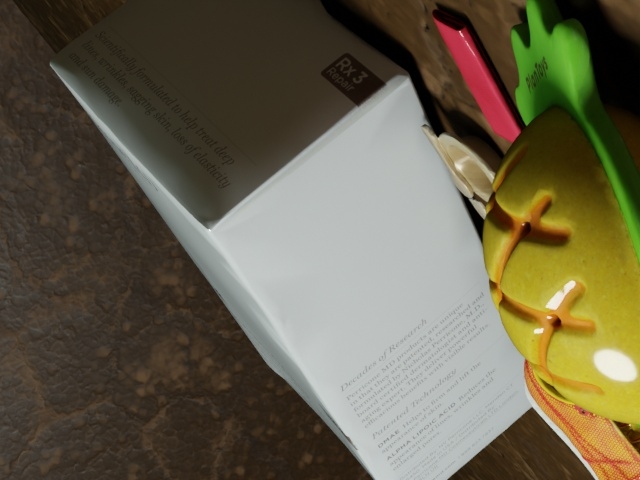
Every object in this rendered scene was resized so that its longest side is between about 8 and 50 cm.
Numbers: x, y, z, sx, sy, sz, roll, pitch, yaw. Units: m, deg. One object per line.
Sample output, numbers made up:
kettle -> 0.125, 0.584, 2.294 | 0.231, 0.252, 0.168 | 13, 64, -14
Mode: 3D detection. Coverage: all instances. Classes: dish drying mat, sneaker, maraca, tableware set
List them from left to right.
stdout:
dish drying mat -> 0.082, -0.081, 0.710 | 0.083, 0.008, 0.032 | 54, 171, -36
tableware set -> 0.124, -0.003, 0.792 | 0.169, 0.020, 0.141 | 37, 166, 52
maraca -> 0.113, -0.011, 0.585 | 0.127, 0.099, 0.185 | 115, 139, -78
sneaker -> 0.190, 0.122, 0.884 | 0.175, 0.064, 0.067 | 41, 159, 28

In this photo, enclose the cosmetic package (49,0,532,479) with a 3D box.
cosmetic package -> 0.000, 0.000, 0.976 | 0.217, 0.156, 0.385 | 44, 171, 41
